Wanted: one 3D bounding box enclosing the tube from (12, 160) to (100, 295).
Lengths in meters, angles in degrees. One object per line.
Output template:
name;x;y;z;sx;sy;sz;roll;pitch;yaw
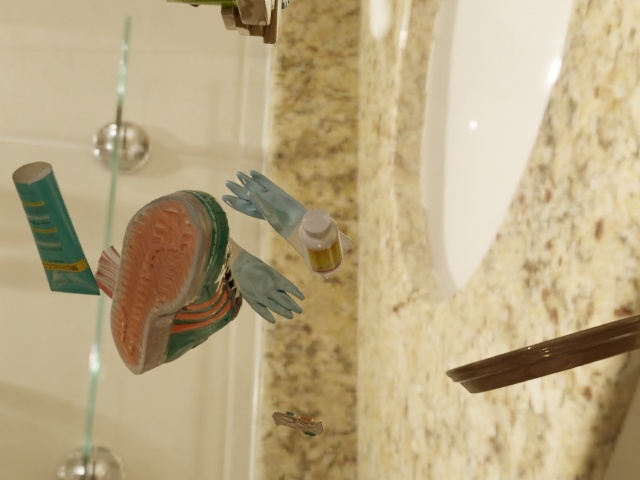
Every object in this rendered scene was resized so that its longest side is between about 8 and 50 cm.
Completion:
tube;-0.360;-0.008;1.242;0.052;0.080;0.207;-60;-31;-46

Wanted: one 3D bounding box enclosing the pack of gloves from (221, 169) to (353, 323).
pack of gloves;-0.089;0.005;1.463;0.195;0.232;0.046;-54;1;-18

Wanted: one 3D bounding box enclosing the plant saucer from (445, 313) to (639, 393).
plant saucer;0.289;0.137;1.113;0.278;0.278;0.041;133;123;-72

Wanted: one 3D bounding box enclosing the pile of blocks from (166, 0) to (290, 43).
pile of blocks;-0.084;-0.247;0.761;0.362;0.113;0.149;-80;-6;-73

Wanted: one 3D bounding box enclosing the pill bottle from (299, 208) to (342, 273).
pill bottle;0.000;0.000;1.002;0.083;0.043;0.043;79;-172;-59

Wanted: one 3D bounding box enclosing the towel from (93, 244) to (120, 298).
towel;-0.264;0.085;1.278;0.144;0.029;0.197;51;160;-2

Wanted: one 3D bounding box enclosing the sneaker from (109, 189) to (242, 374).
sneaker;-0.136;0.035;0.960;0.108;0.121;0.302;57;145;17

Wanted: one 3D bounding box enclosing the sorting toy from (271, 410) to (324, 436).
sorting toy;-0.026;0.229;1.142;0.083;0.062;0.012;81;-160;-65

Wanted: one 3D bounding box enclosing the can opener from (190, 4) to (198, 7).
can opener;-0.144;-0.299;0.844;0.059;0.186;0.073;23;71;45
